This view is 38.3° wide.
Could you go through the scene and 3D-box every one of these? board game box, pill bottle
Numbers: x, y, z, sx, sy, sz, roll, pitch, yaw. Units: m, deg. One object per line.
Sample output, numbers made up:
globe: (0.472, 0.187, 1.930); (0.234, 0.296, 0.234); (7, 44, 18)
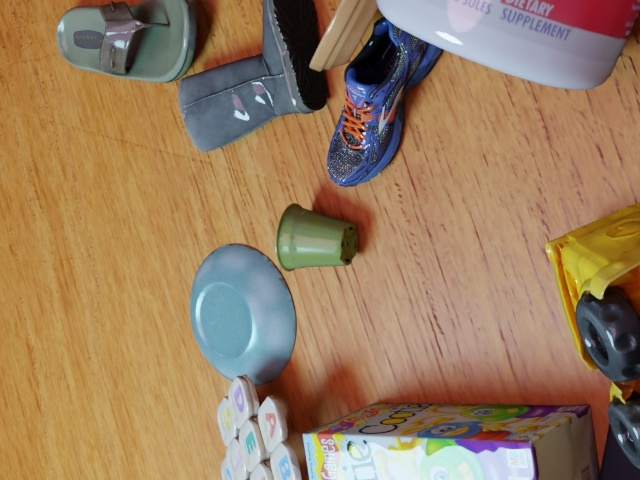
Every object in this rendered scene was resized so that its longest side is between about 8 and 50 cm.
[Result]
board game box: (0.137, 0.258, 0.974); (0.275, 0.142, 0.144); (-8, 91, 39)
pill bottle: (0.213, -0.353, 0.769); (0.229, 0.229, 0.408); (33, 116, 31)

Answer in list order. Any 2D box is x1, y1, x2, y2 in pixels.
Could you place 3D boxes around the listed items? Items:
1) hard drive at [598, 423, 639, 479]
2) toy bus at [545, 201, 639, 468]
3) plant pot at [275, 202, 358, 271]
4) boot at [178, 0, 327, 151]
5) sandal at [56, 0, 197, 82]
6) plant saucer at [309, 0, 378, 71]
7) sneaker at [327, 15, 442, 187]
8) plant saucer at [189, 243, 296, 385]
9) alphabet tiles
hard drive: (0.326, 0.195, 0.891); (0.094, 0.022, 0.135); (16, 106, 36)
toy bus: (0.285, 0.075, 0.823); (0.211, 0.149, 0.220); (-133, 21, -68)
plant pot: (0.000, 0.000, 1.097); (0.079, 0.083, 0.083); (6, 100, 26)
boot: (-0.095, -0.219, 1.149); (0.208, 0.076, 0.190); (-7, 90, 46)
sandal: (-0.280, -0.276, 1.268); (0.302, 0.086, 0.120); (4, 99, 38)
plant saucer: (0.049, -0.262, 0.961); (0.037, 0.200, 0.200); (27, 117, -5)
sneaker: (0.053, -0.160, 1.018); (0.083, 0.087, 0.221); (36, 117, 30)
plant saucer: (-0.118, 0.103, 1.225); (0.195, 0.037, 0.195); (7, 101, 38)
alphabet tiles: (-0.077, 0.319, 1.147); (0.278, 0.021, 0.284); (123, 135, -54)
